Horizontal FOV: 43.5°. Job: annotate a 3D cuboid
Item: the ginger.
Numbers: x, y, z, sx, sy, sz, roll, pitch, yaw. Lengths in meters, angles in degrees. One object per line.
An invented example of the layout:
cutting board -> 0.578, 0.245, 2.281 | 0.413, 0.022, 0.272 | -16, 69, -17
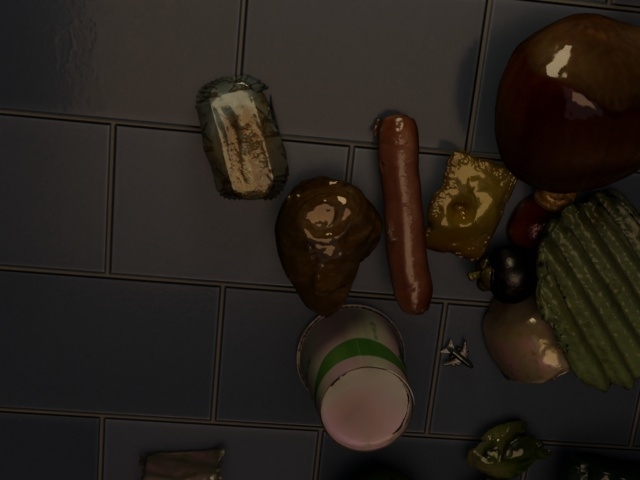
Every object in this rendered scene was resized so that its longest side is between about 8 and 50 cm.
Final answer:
ginger -> 0.000, 0.002, 1.649 | 0.223, 0.200, 0.269 | 32, 100, -12

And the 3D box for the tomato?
tomato -> 0.492, -0.026, 1.743 | 0.155, 0.069, 0.155 | -1, 104, -4

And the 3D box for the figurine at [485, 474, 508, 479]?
figurine -> 0.379, 0.676, 1.861 | 0.215, 0.215, 0.228 | 41, 112, -12

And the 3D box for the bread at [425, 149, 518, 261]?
bread -> 0.311, -0.077, 1.712 | 0.161, 0.088, 0.233 | 19, 105, -3

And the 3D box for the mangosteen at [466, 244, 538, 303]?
mangosteen -> 0.391, 0.073, 1.725 | 0.151, 0.137, 0.137 | -1, 105, 4

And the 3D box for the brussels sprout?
brussels sprout -> 0.434, 0.497, 1.865 | 0.181, 0.100, 0.139 | -18, 122, -17

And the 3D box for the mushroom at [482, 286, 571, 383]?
mushroom -> 0.472, 0.193, 1.750 | 0.236, 0.162, 0.173 | -36, 106, 4

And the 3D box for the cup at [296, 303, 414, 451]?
cup -> 0.077, 0.294, 1.692 | 0.253, 0.274, 0.253 | -1, 104, -4

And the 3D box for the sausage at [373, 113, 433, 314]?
sausage -> 0.175, -0.051, 1.675 | 0.094, 0.094, 0.419 | -7, 95, -14

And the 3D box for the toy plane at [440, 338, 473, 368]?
toy plane -> 0.316, 0.263, 1.825 | 0.083, 0.031, 0.078 | 37, 99, -12

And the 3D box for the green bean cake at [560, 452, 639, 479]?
green bean cake -> 0.733, 0.602, 1.836 | 0.308, 0.300, 0.169 | 9, 91, -48

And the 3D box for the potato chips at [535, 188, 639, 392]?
potato chips -> 0.617, 0.103, 1.710 | 0.358, 0.070, 0.429 | -38, 102, -19

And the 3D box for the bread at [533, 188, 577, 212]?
bread -> 0.505, -0.107, 1.710 | 0.083, 0.044, 0.111 | 30, 59, 9

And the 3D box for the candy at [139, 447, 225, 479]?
candy -> -0.312, 0.573, 1.810 | 0.195, 0.137, 0.185 | -1, 105, -2

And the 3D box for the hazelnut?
hazelnut -> 0.512, -0.264, 1.559 | 0.366, 0.366, 0.366 | -1, 105, -4

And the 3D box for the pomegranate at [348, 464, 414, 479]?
pomegranate -> 0.129, 0.643, 1.809 | 0.254, 0.254, 0.270 | 38, 116, -12

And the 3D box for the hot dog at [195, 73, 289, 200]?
hot dog -> -0.161, -0.206, 1.649 | 0.162, 0.082, 0.270 | -15, 97, -9
